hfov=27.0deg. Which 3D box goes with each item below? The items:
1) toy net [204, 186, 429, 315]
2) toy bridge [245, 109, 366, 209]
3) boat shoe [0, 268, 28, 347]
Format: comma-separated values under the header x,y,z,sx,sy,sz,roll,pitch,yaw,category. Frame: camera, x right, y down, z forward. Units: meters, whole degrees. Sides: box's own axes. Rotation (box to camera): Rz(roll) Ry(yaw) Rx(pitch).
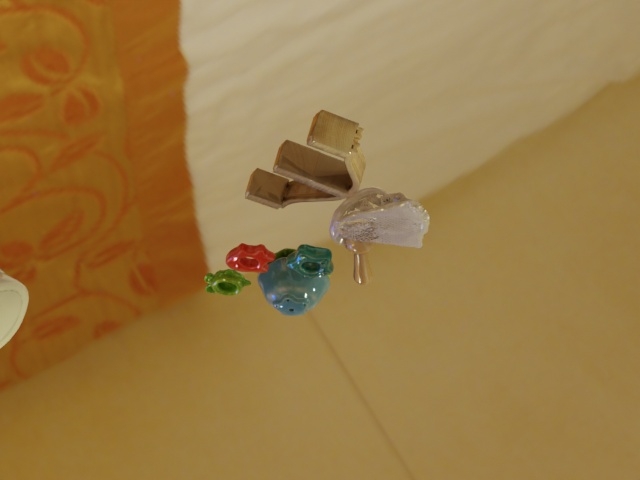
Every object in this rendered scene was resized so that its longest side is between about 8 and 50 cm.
x,y,z,sx,sy,sz,roll,pitch,yaw,category
0.000,0.000,1.154,0.122,0.045,0.232,25,141,-27,toy net
-0.003,-0.052,0.995,0.063,0.026,0.188,19,164,-13,toy bridge
-0.392,0.058,1.149,0.319,0.099,0.116,-4,121,-61,boat shoe
